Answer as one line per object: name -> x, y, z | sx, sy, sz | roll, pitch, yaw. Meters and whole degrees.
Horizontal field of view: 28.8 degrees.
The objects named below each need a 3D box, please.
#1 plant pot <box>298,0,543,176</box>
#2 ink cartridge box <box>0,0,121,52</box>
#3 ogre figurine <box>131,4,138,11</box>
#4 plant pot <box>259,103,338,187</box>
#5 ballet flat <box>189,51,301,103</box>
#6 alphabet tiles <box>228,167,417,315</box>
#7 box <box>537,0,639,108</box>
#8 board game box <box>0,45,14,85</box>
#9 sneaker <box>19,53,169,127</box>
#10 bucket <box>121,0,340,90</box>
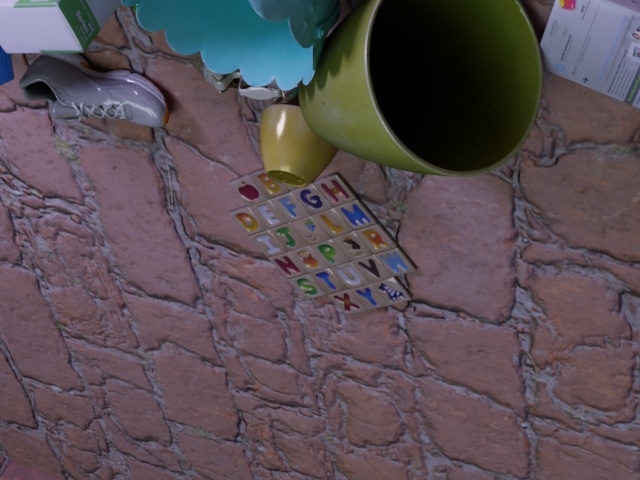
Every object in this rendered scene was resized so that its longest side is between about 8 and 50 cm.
plant pot -> 0.100, -0.209, 1.678 | 0.275, 0.275, 0.293 | 47, 157, -20
ink cartridge box -> -0.368, -0.378, 1.820 | 0.160, 0.219, 0.092 | 6, 139, 32
ogre figurine -> -0.214, -0.411, 1.755 | 0.097, 0.118, 0.197 | 21, 141, 20
plant pot -> -0.038, -0.138, 1.924 | 0.134, 0.095, 0.134 | 14, 164, 4
ballet flat -> -0.123, -0.254, 1.913 | 0.206, 0.067, 0.073 | 13, 140, 24
alphabet tiles -> 0.000, 0.000, 2.167 | 0.285, 0.011, 0.342 | -16, 122, 46
box -> 0.379, -0.250, 1.588 | 0.186, 0.038, 0.145 | 23, 143, 10
board game box -> -0.607, -0.428, 1.929 | 0.302, 0.086, 0.308 | 42, 146, 29
sneaker -> -0.382, -0.231, 2.079 | 0.262, 0.121, 0.099 | 22, 143, 13
bucket -> -0.098, -0.339, 1.609 | 0.281, 0.183, 0.281 | 23, 166, 6
